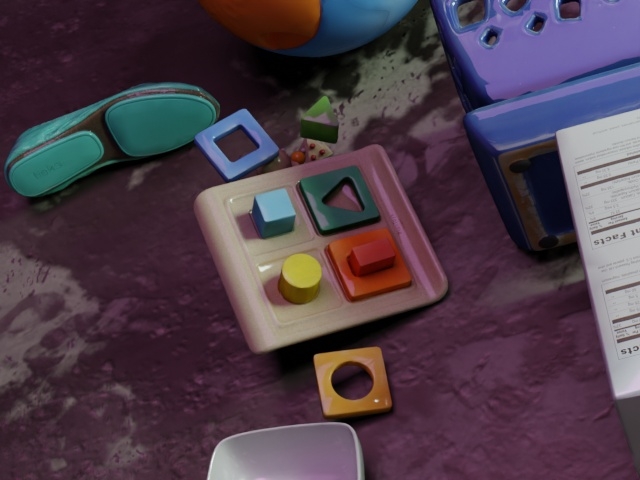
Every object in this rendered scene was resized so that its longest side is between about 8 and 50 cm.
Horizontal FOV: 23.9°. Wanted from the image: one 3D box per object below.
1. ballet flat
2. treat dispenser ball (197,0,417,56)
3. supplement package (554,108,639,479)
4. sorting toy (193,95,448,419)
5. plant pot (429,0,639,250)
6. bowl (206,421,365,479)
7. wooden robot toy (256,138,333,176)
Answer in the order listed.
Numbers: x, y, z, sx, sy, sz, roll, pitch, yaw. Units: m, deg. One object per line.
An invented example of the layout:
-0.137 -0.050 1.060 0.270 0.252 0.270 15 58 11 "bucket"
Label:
-0.231 -0.125 1.652 0.247 0.083 0.087 -21 34 4 "ballet flat"
-0.014 -0.337 1.582 0.288 0.288 0.288 -12 50 15 "treat dispenser ball"
0.317 0.046 1.189 0.198 0.199 0.262 -15 49 12 "supplement package"
0.000 0.000 1.409 0.196 0.047 0.347 -17 62 -13 "sorting toy"
0.237 -0.135 1.355 0.236 0.236 0.212 -14 55 12 "plant pot"
-0.026 0.231 1.290 0.142 0.053 0.142 -10 49 17 "bowl"
-0.054 -0.061 1.519 0.076 0.079 0.173 22 64 35 "wooden robot toy"
